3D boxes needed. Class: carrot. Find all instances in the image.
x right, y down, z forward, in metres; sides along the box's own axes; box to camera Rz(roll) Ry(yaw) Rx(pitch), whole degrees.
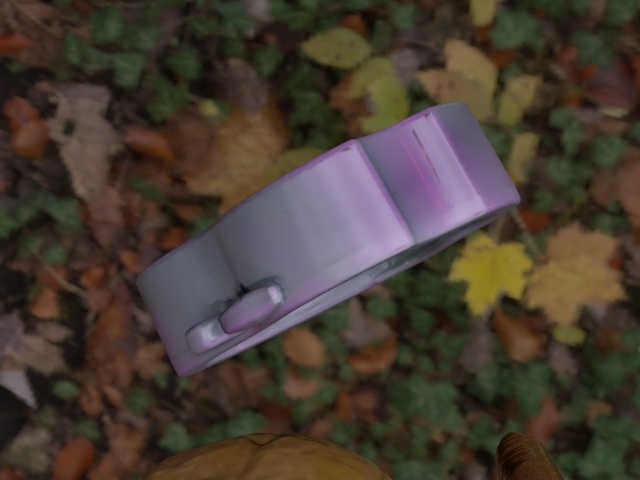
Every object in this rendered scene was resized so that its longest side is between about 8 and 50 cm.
[{"bbox_3d":[0.112,0.137,0.886,0.043,0.248,0.043,0,101,-1],"label":"carrot"}]

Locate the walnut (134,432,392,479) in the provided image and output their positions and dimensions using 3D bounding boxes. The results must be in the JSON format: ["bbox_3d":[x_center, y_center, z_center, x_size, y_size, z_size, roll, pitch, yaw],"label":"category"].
[{"bbox_3d":[-0.037,0.183,0.778,0.226,0.193,0.193,-46,132,-56],"label":"walnut"}]

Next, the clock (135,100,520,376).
[{"bbox_3d":[0.000,0.000,1.548,0.338,0.338,0.102,-25,85,-31],"label":"clock"}]
